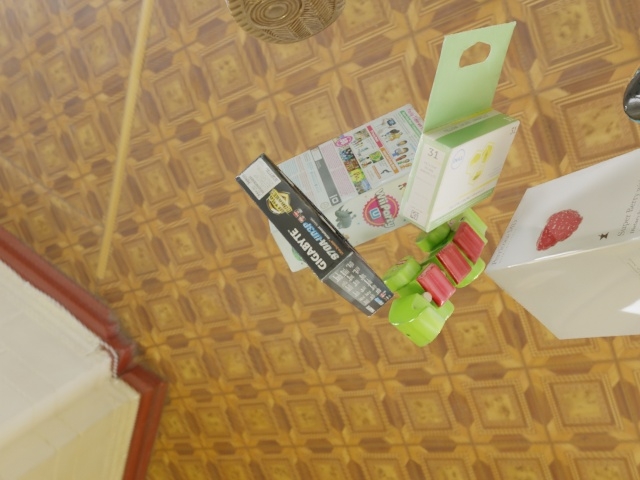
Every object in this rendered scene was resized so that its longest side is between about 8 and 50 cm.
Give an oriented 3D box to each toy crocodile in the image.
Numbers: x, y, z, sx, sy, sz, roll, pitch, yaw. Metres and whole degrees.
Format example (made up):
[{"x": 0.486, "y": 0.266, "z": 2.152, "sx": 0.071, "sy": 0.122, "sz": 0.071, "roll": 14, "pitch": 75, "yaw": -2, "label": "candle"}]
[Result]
[{"x": 0.201, "y": 0.044, "z": 1.061, "sx": 0.115, "sy": 0.340, "sz": 0.105, "roll": 50, "pitch": 136, "yaw": -4, "label": "toy crocodile"}]

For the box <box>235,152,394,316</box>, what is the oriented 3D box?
[{"x": 0.000, "y": 0.000, "z": 0.827, "sx": 0.051, "sy": 0.220, "sz": 0.175, "roll": -42, "pitch": 65, "yaw": 2, "label": "box"}]

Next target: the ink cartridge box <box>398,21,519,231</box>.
[{"x": 0.190, "y": -0.143, "z": 0.820, "sx": 0.056, "sy": 0.171, "sz": 0.235, "roll": 35, "pitch": 130, "yaw": 29, "label": "ink cartridge box"}]

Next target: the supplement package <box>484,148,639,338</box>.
[{"x": 0.404, "y": 0.008, "z": 0.879, "sx": 0.175, "sy": 0.177, "sz": 0.293, "roll": 40, "pitch": 155, "yaw": -14, "label": "supplement package"}]

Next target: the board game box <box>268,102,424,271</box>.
[{"x": 0.059, "y": -0.095, "z": 1.105, "sx": 0.303, "sy": 0.224, "sz": 0.097, "roll": -24, "pitch": 124, "yaw": 5, "label": "board game box"}]

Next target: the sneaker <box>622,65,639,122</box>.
[{"x": 0.275, "y": 0.020, "z": 0.300, "sx": 0.140, "sy": 0.125, "sz": 0.341, "roll": -37, "pitch": 68, "yaw": 49, "label": "sneaker"}]

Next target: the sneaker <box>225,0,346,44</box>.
[{"x": -0.068, "y": -0.270, "z": 0.483, "sx": 0.099, "sy": 0.282, "sz": 0.153, "roll": -23, "pitch": 72, "yaw": 15, "label": "sneaker"}]
